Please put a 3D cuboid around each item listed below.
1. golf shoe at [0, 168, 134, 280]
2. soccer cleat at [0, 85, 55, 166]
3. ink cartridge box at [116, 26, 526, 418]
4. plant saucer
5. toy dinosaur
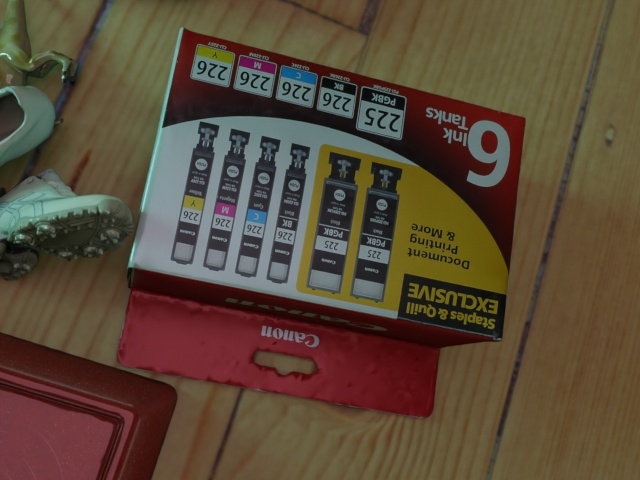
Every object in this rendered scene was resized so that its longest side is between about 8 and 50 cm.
[{"bbox_3d":[-0.218,-0.026,0.627,0.069,0.176,0.085,36,51,-50],"label":"golf shoe"},{"bbox_3d":[-0.299,-0.056,0.630,0.196,0.076,0.068,-42,85,-1],"label":"soccer cleat"},{"bbox_3d":[0.000,0.000,0.685,0.310,0.130,0.271,11,77,-12],"label":"ink cartridge box"},{"bbox_3d":[-0.273,0.202,0.617,0.259,0.048,0.258,19,74,-9],"label":"plant saucer"},{"bbox_3d":[-0.265,-0.157,0.692,0.093,0.053,0.183,12,76,-10],"label":"toy dinosaur"}]
